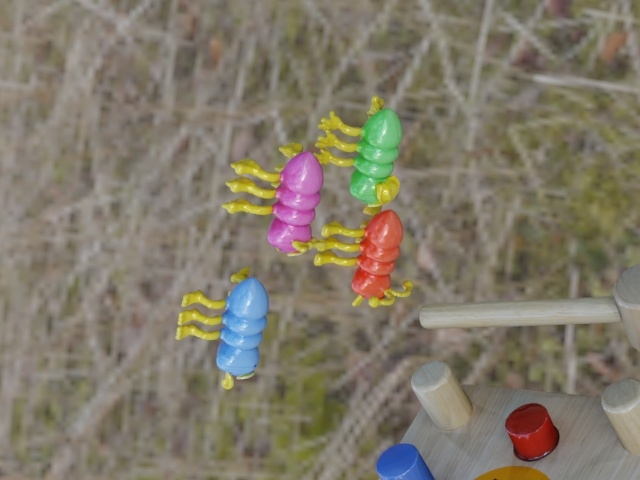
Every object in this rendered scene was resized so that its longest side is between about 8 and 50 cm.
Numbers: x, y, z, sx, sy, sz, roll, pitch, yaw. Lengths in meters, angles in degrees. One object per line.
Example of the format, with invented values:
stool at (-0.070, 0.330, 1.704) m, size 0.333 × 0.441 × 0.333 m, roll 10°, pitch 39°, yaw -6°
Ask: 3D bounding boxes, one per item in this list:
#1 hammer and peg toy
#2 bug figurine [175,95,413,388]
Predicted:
hammer and peg toy at (0.162, 0.182, 1.415) m, size 0.266 × 0.127 × 0.361 m, roll 1°, pitch 45°, yaw 39°
bug figurine at (0.000, 0.000, 1.499) m, size 0.072 × 0.279 × 0.216 m, roll 27°, pitch 124°, yaw 28°
